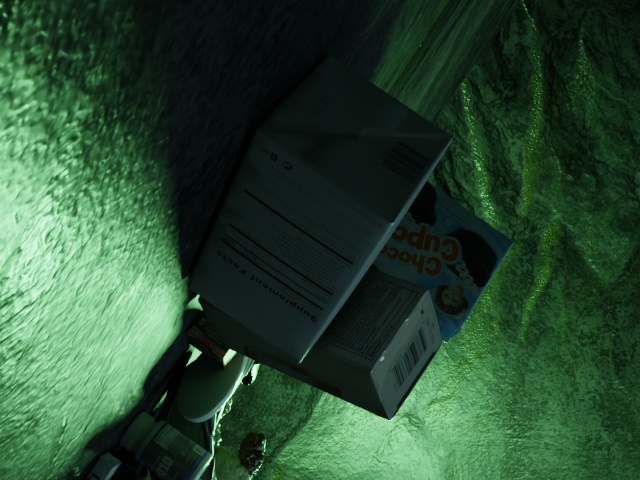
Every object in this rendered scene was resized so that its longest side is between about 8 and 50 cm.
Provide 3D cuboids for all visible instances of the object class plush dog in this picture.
[{"bbox_3d":[-0.230,0.428,1.844,0.262,0.225,0.210,-55,176,10],"label":"plush dog"}]

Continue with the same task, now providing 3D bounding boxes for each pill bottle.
[{"bbox_3d":[-0.251,0.341,1.563,0.078,0.137,0.078,-55,175,-7],"label":"pill bottle"}]

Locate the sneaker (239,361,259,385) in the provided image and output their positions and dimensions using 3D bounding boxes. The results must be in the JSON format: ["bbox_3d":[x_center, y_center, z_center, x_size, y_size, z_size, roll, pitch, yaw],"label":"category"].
[{"bbox_3d":[-0.138,0.189,1.966,0.121,0.111,0.300,-64,-174,-31],"label":"sneaker"}]

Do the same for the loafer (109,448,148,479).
[{"bbox_3d":[-0.321,0.387,1.645,0.062,0.061,0.170,-57,176,10],"label":"loafer"}]

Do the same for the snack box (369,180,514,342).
[{"bbox_3d":[0.101,-0.019,1.392,0.187,0.322,0.060,-52,175,-36],"label":"snack box"}]

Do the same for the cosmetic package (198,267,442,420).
[{"bbox_3d":[0.000,0.111,1.340,0.153,0.296,0.129,-51,143,-26],"label":"cosmetic package"}]

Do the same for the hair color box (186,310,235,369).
[{"bbox_3d":[-0.167,0.157,1.511,0.043,0.072,0.141,-53,174,-15],"label":"hair color box"}]

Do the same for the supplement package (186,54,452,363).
[{"bbox_3d":[-0.008,-0.029,1.131,0.177,0.175,0.293,-53,176,-42],"label":"supplement package"}]

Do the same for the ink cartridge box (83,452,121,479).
[{"bbox_3d":[-0.346,0.371,1.485,0.083,0.028,0.048,-54,175,0],"label":"ink cartridge box"}]

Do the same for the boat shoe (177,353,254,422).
[{"bbox_3d":[-0.151,0.205,1.630,0.258,0.095,0.084,-58,152,-30],"label":"boat shoe"}]

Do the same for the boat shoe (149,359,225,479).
[{"bbox_3d":[-0.242,0.377,1.678,0.113,0.127,0.340,-19,128,-71],"label":"boat shoe"}]
